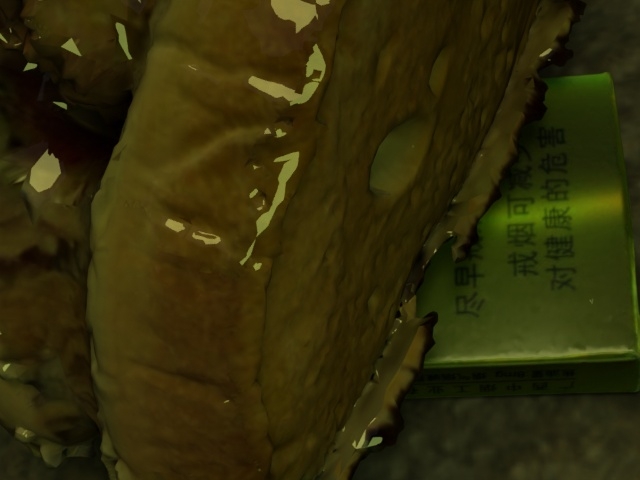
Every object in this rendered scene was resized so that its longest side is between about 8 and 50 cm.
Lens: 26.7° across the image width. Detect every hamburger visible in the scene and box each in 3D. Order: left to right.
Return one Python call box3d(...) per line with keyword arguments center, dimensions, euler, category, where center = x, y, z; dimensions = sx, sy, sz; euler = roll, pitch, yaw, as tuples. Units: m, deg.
box3d(center=(-0.043, -0.134, 0.598), dimensions=(0.268, 0.287, 0.445), euler=(16, 58, 22), category="hamburger")

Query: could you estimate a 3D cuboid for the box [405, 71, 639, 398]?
box3d(center=(0.000, 0.000, 0.694), dimensions=(0.311, 0.043, 0.173), euler=(-3, 56, 8), category="box")
